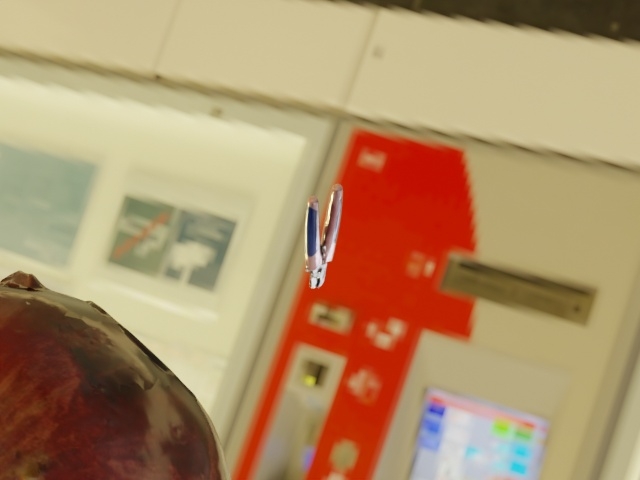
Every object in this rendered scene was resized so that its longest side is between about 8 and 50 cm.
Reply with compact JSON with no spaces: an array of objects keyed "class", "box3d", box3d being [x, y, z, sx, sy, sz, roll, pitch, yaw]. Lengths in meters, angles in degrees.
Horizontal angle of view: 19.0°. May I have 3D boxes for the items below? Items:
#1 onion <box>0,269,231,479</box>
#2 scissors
[{"class":"onion","box3d":[-0.214,0.181,1.228,0.341,0.341,0.341,19,172,3]},{"class":"scissors","box3d":[0.000,0.000,1.686,0.012,0.039,0.113,39,140,32]}]
